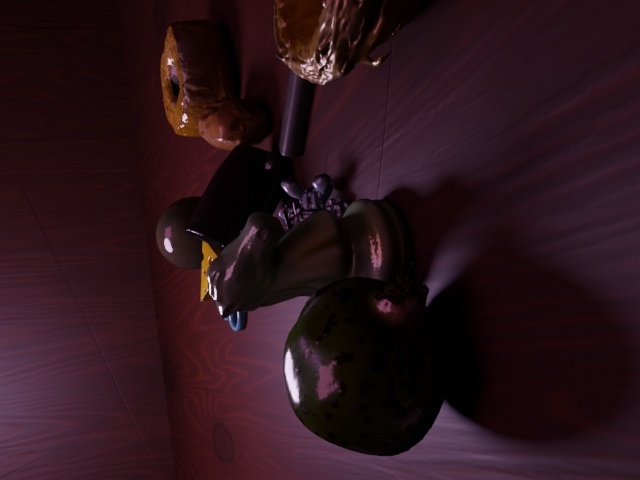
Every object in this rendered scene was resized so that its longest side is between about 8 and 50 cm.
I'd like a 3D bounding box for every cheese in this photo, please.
[{"bbox_3d":[-0.257,0.087,1.886,0.126,0.093,0.171,48,132,36],"label":"cheese"}]

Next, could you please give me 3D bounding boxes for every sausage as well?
[{"bbox_3d":[-0.207,-0.272,1.697,0.241,0.136,0.120,-147,54,-67],"label":"sausage"}]

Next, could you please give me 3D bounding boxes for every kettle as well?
[{"bbox_3d":[-0.170,-0.093,1.571,0.202,0.144,0.232,14,78,51],"label":"kettle"}]

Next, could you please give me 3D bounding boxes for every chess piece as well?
[{"bbox_3d":[-0.027,0.028,1.116,0.176,0.299,0.175,173,90,-70],"label":"chess piece"}]

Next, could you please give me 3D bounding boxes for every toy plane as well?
[{"bbox_3d":[-0.005,0.002,1.337,0.169,0.078,0.246,-2,97,39],"label":"toy plane"}]

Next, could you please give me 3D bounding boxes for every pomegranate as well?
[{"bbox_3d":[0.070,0.161,1.010,0.254,0.255,0.270,55,132,49],"label":"pomegranate"}]

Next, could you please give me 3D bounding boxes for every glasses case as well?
[{"bbox_3d":[-0.051,-0.261,1.442,0.072,0.042,0.190,-112,27,-51],"label":"glasses case"}]

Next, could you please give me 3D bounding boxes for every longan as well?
[{"bbox_3d":[-0.369,-0.016,2.062,0.196,0.197,0.220,-124,33,-49],"label":"longan"}]

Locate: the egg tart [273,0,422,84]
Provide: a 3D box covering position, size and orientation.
[{"bbox_3d":[0.042,-0.405,1.023,0.388,0.169,0.387,178,90,-69],"label":"egg tart"}]

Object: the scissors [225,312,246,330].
[{"bbox_3d":[-0.240,0.025,1.966,0.192,0.029,0.446,-140,49,-58],"label":"scissors"}]

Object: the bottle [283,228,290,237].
[{"bbox_3d":[-0.133,0.056,1.636,0.330,0.093,0.093,148,114,-65],"label":"bottle"}]

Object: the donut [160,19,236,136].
[{"bbox_3d":[-0.325,-0.424,1.917,0.317,0.150,0.299,-128,42,-52],"label":"donut"}]
